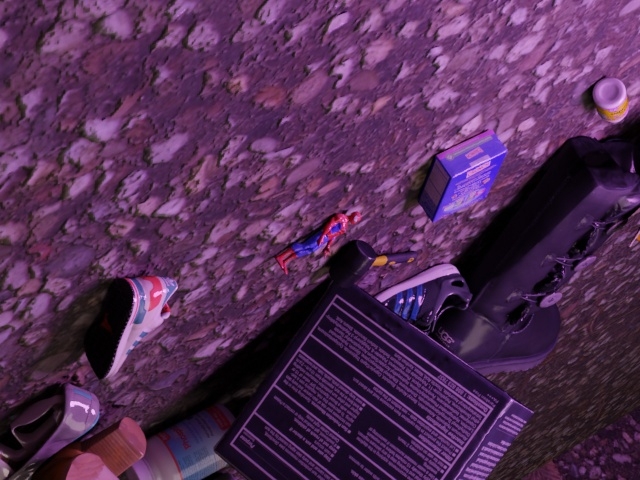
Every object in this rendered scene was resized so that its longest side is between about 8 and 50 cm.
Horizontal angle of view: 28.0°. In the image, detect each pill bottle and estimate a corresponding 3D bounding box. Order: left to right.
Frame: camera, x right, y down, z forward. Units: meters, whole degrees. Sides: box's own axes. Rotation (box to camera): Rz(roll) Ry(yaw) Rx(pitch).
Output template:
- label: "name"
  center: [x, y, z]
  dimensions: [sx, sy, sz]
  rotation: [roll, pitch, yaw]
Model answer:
- label: "pill bottle"
  center: [-0.192, 0.299, 1.803]
  dimensions: [0.160, 0.087, 0.087]
  rotation: [-25, 156, -25]
- label: "pill bottle"
  center: [0.389, -0.185, 1.716]
  dimensions: [0.043, 0.043, 0.083]
  rotation: [-38, 159, 6]

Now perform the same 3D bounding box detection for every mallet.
- label: "mallet"
  center: [0.074, 0.033, 1.721]
  dimensions: [0.062, 0.039, 0.189]
  rotation: [-44, 161, 18]

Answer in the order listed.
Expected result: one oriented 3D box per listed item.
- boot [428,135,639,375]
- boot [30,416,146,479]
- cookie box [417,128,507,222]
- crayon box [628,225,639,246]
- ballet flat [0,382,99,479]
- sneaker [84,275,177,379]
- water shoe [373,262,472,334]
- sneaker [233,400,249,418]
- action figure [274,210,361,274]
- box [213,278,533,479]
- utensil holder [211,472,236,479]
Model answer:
- label: "boot"
  center: [0.377, 0.018, 2.021]
  dimensions: [0.367, 0.146, 0.445]
  rotation: [-17, 146, -51]
- label: "boot"
  center: [-0.323, 0.332, 1.537]
  dimensions: [0.211, 0.104, 0.295]
  rotation: [-37, -172, 12]
- label: "cookie box"
  center: [0.179, -0.081, 1.625]
  dimensions: [0.092, 0.040, 0.107]
  rotation: [-25, 157, -23]
- label: "crayon box"
  center: [0.575, -0.090, 1.946]
  dimensions: [0.203, 0.083, 0.323]
  rotation: [-61, 168, 24]
- label: "ballet flat"
  center: [-0.350, 0.240, 1.499]
  dimensions: [0.213, 0.072, 0.068]
  rotation: [-41, 131, 12]
- label: "sneaker"
  center: [-0.203, 0.095, 1.402]
  dimensions: [0.075, 0.057, 0.161]
  rotation: [-11, 146, -36]
- label: "water shoe"
  center: [0.132, 0.105, 1.888]
  dimensions: [0.203, 0.080, 0.073]
  rotation: [-29, 157, -16]
- label: "sneaker"
  center: [-0.093, 0.325, 1.989]
  dimensions: [0.124, 0.107, 0.283]
  rotation: [-33, 159, 10]
- label: "action figure"
  center: [0.000, 0.000, 1.549]
  dimensions: [0.115, 0.030, 0.038]
  rotation: [-36, 154, -3]
- label: "box"
  center: [0.072, 0.255, 1.723]
  dimensions: [0.294, 0.296, 0.183]
  rotation: [-54, 157, 0]
- label: "utensil holder"
  center: [-0.228, 0.607, 2.072]
  dimensions: [0.385, 0.327, 0.327]
  rotation: [-32, 158, -13]
